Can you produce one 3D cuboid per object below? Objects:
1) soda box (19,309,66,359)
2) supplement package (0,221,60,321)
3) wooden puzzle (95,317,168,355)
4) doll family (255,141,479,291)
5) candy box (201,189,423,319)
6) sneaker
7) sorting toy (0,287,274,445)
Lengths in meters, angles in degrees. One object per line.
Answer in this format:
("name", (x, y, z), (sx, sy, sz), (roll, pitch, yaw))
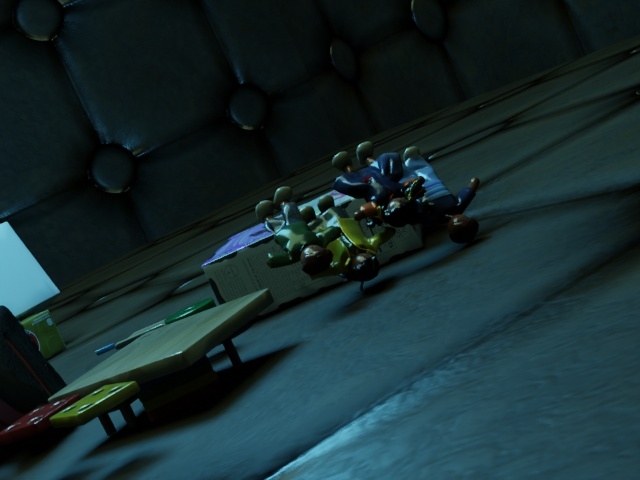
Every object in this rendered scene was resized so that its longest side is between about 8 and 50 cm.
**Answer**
("soda box", (-0.428, 0.159, 1.472), (0.058, 0.061, 0.181), (-19, 8, 40))
("supplement package", (-0.511, 0.107, 1.614), (0.244, 0.139, 0.134), (-41, -5, 40))
("wooden puzzle", (-0.186, 0.102, 1.239), (0.116, 0.014, 0.078), (-23, 2, 20))
("doll family", (0.045, -0.018, 0.923), (0.193, 0.076, 0.111), (-34, 44, -6))
("candy box", (0.000, 0.000, 1.083), (0.196, 0.070, 0.165), (-24, 7, 9))
("sneaker", (-0.301, 0.147, 0.998), (0.136, 0.116, 0.314), (-37, 2, -14))
("sorting toy", (-0.113, 0.098, 0.823), (0.132, 0.046, 0.274), (-21, 7, 29))
